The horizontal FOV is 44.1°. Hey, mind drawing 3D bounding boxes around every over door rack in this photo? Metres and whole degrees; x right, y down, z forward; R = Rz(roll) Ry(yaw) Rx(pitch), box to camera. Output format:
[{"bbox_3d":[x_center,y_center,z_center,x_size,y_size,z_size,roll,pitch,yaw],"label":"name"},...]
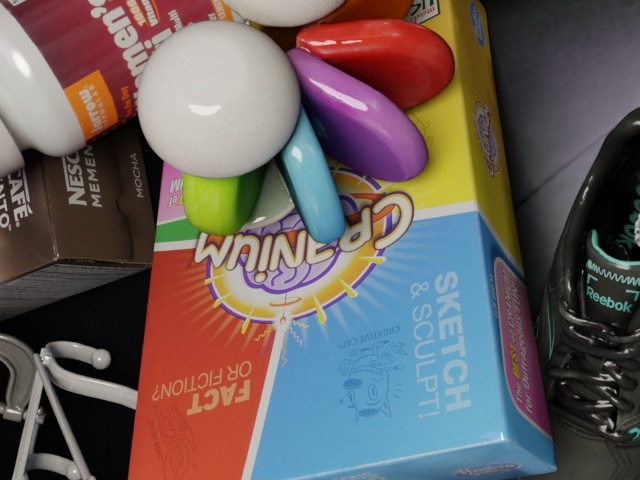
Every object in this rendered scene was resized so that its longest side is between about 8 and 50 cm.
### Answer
[{"bbox_3d":[-0.187,0.233,0.574,0.324,0.108,0.239,-150,73,-71],"label":"over door rack"}]

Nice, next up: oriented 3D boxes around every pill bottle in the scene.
[{"bbox_3d":[-0.171,-0.136,0.559,0.221,0.121,0.121,-37,63,-20],"label":"pill bottle"}]

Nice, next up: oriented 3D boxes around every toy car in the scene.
[{"bbox_3d":[-0.003,-0.078,0.417,0.136,0.159,0.182,21,78,6],"label":"toy car"}]

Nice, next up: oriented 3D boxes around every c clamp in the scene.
[{"bbox_3d":[-0.317,0.128,0.700,0.137,0.161,0.022,-60,16,29],"label":"c clamp"}]

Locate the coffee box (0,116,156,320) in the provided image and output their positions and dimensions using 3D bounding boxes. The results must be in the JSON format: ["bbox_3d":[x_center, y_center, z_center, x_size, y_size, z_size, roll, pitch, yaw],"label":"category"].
[{"bbox_3d":[-0.301,-0.021,0.717,0.297,0.119,0.168,-19,77,29],"label":"coffee box"}]

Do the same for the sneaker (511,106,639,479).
[{"bbox_3d":[0.155,0.049,0.445,0.101,0.106,0.267,15,97,30],"label":"sneaker"}]

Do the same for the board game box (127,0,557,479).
[{"bbox_3d":[0.000,0.000,0.496,0.242,0.064,0.316,-21,54,29],"label":"board game box"}]
